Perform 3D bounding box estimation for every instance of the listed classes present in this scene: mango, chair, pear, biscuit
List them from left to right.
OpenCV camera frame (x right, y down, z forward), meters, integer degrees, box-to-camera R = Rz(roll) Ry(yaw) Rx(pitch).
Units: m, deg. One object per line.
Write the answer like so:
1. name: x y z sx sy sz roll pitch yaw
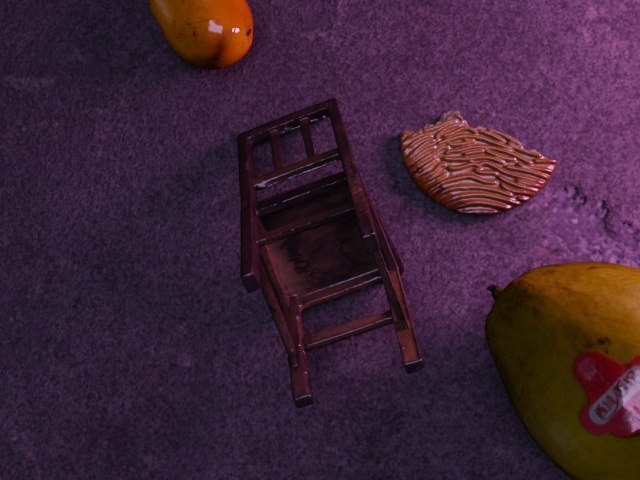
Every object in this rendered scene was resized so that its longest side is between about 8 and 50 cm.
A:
1. mango: -0.201 -0.373 1.369 0.145 0.112 0.219 -46 72 3
2. chair: 0.000 0.000 1.245 0.203 0.416 0.241 -20 122 7
3. biscuit: 0.243 -0.124 1.286 0.228 0.031 0.176 -10 80 9
4. pear: 0.368 0.162 1.100 0.375 0.287 0.287 38 89 30
